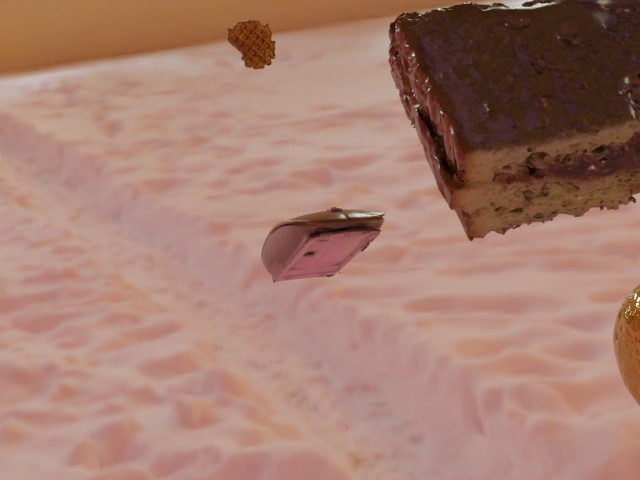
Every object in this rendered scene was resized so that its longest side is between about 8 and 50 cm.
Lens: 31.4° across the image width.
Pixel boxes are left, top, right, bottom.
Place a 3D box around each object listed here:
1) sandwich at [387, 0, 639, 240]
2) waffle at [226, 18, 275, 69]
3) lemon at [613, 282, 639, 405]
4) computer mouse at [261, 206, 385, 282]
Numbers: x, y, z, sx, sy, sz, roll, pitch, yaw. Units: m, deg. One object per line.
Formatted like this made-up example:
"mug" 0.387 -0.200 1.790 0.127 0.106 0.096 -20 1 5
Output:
"sandwich" 0.258 -0.158 1.214 0.325 0.131 0.262 -13 47 -5
"waffle" -0.110 -0.318 1.851 0.078 0.085 0.016 -23 5 -20
"lemon" 0.482 0.128 1.413 0.228 0.228 0.253 -12 14 -17
"computer mouse" 0.000 0.000 1.824 0.158 0.072 0.310 -6 -14 -16
